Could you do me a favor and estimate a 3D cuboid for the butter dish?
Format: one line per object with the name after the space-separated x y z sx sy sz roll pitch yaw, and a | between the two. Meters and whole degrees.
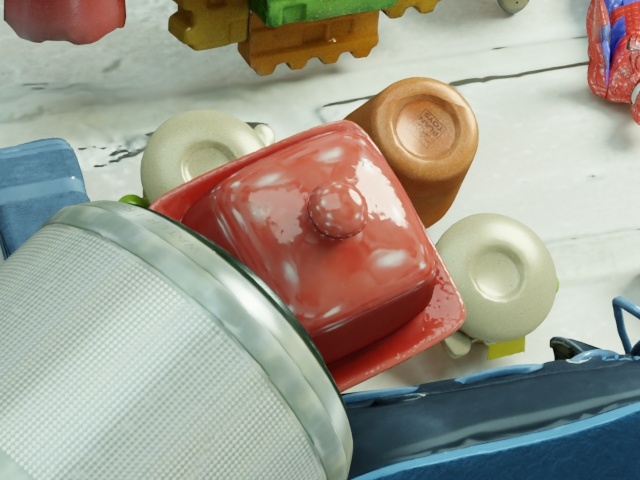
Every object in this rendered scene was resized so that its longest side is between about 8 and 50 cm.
0.000 0.000 1.173 0.160 0.118 0.160 -25 75 -20 | butter dish

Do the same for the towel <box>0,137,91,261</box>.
-0.189 -0.021 1.354 0.067 0.029 0.119 -10 45 -13 | towel

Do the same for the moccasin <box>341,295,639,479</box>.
0.153 0.099 1.176 0.342 0.137 0.117 -4 38 -7 | moccasin

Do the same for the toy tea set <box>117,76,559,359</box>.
-0.021 0.010 1.301 0.336 0.124 0.200 -10 75 -17 | toy tea set

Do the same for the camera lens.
-0.135 0.131 1.047 0.219 0.219 0.274 32 63 26 | camera lens

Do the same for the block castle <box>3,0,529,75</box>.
-0.050 -0.276 1.500 0.453 0.213 0.303 -11 34 -23 | block castle

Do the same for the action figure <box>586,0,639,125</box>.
0.238 -0.207 1.494 0.091 0.139 0.280 1 47 0 | action figure
